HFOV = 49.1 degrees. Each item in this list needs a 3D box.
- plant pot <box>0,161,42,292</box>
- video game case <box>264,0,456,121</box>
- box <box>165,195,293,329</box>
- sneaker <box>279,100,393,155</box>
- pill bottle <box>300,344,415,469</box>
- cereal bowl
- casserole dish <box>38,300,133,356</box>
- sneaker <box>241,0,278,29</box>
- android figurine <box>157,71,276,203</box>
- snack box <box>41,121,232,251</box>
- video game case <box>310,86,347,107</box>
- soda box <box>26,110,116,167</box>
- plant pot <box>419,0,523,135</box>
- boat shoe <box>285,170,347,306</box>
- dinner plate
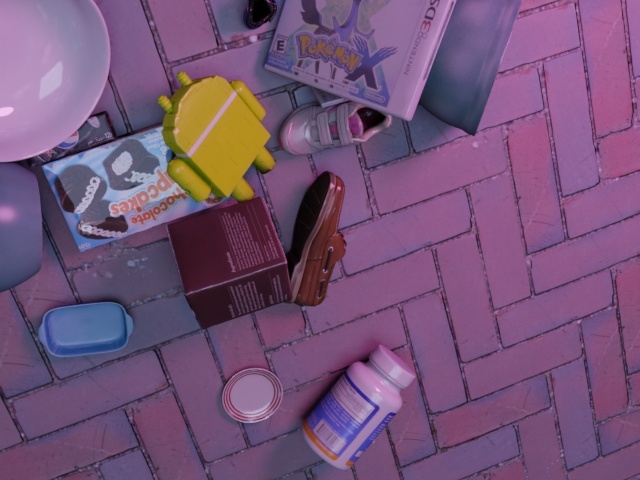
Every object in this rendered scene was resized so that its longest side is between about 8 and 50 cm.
[{"bbox_3d":[-0.625,-0.028,1.242,0.235,0.293,0.293,-4,108,-27],"label":"plant pot"},{"bbox_3d":[0.075,-0.417,1.311,0.328,0.036,0.300,25,103,24],"label":"video game case"},{"bbox_3d":[-0.177,0.046,1.400,0.203,0.167,0.168,-17,151,-8],"label":"box"},{"bbox_3d":[0.037,-0.240,1.428,0.252,0.111,0.103,-22,111,-6],"label":"sneaker"},{"bbox_3d":[0.092,0.378,1.616,0.152,0.152,0.272,38,94,-22],"label":"pill bottle"},{"bbox_3d":[-0.534,-0.310,1.174,0.339,0.141,0.339,-40,150,-29],"label":"cereal bowl"},{"bbox_3d":[-0.489,0.181,1.466,0.188,0.037,0.114,-5,108,-12],"label":"casserole dish"},{"bbox_3d":[-0.097,-0.471,1.336,0.058,0.084,0.152,33,96,-21],"label":"sneaker"},{"bbox_3d":[-0.200,-0.200,1.349,0.273,0.056,0.248,46,64,-37],"label":"android figurine"},{"bbox_3d":[-0.357,-0.119,1.392,0.321,0.060,0.187,-20,111,-8],"label":"snack box"},{"bbox_3d":[0.047,-0.311,1.424,0.121,0.087,0.011,-17,135,-8],"label":"video game case"},{"bbox_3d":[-0.480,-0.195,1.337,0.168,0.060,0.053,-21,110,-7],"label":"soda box"},{"bbox_3d":[0.260,-0.375,1.376,0.196,0.293,0.293,20,102,9],"label":"plant pot"},{"bbox_3d":[0.000,0.000,1.505,0.104,0.111,0.308,12,113,-22],"label":"boat shoe"},{"bbox_3d":[-0.157,0.356,1.617,0.141,0.017,0.141,-4,107,-13],"label":"dinner plate"}]
